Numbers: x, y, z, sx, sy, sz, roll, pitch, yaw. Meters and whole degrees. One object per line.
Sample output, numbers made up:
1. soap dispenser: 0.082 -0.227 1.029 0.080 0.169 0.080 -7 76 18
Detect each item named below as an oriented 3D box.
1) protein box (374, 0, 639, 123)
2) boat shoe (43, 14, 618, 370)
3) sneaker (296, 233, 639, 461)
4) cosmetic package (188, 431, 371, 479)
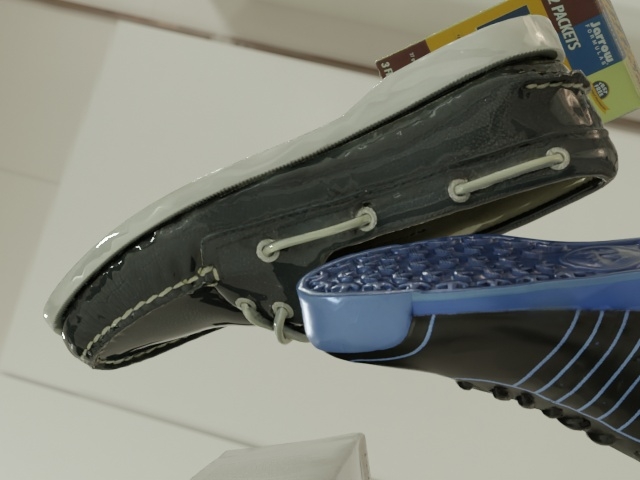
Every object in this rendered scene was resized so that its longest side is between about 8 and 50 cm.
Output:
1. protein box: 0.184 -0.154 1.470 0.136 0.201 0.200 65 -164 -4
2. boat shoe: 0.000 0.000 0.784 0.091 0.302 0.114 64 -162 16
3. sneaker: 0.107 0.047 0.656 0.081 0.232 0.090 -84 -8 -74
4. cosmetic package: -0.016 0.161 0.742 0.231 0.085 0.117 -5 -94 -84
